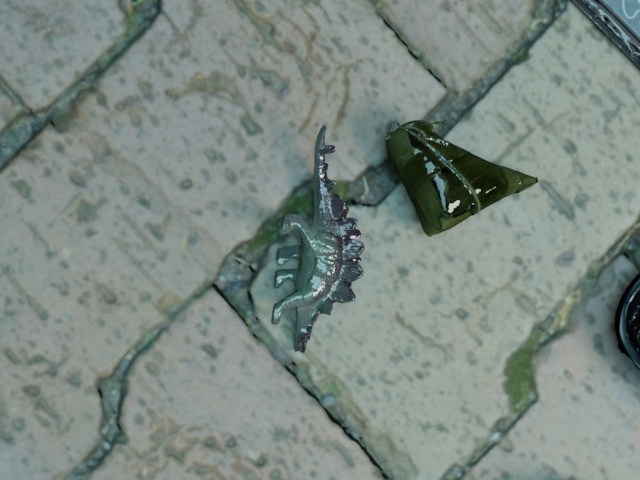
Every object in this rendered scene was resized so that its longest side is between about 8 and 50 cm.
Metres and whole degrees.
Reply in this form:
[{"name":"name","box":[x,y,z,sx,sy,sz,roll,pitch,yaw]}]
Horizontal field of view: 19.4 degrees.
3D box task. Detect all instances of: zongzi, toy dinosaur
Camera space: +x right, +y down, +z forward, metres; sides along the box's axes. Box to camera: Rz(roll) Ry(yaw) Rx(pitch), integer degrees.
[{"name":"zongzi","box":[0.126,-0.076,1.704,0.119,0.055,0.109,-27,88,-19]},{"name":"toy dinosaur","box":[0.000,-0.001,1.685,0.082,0.039,0.209,3,96,-10]}]

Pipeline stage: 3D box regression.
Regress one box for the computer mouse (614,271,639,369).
[{"name":"computer mouse","box":[0.373,0.114,1.694,0.233,0.096,0.137,41,83,-4]}]

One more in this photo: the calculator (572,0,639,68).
[{"name":"calculator","box":[0.297,-0.276,1.748,0.166,0.028,0.274,-44,90,-4]}]
